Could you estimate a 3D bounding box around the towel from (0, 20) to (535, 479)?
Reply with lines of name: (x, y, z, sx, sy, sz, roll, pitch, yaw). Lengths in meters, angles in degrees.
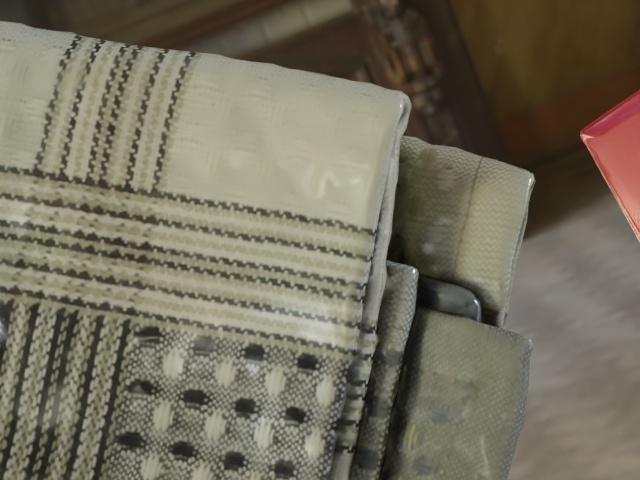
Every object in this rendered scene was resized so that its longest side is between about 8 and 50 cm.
towel: (-0.108, 0.085, 0.509, 0.324, 0.312, 0.056, 12, -6, 5)

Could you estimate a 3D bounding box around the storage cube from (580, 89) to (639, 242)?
storage cube: (0.381, -0.069, 1.418, 0.193, 0.215, 0.183, -36, -17, 29)
